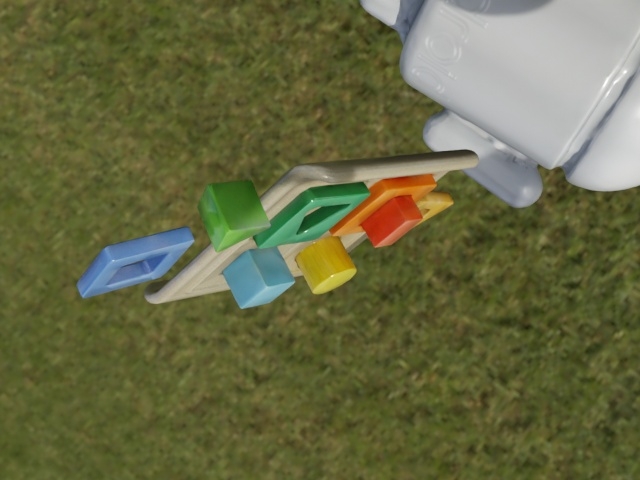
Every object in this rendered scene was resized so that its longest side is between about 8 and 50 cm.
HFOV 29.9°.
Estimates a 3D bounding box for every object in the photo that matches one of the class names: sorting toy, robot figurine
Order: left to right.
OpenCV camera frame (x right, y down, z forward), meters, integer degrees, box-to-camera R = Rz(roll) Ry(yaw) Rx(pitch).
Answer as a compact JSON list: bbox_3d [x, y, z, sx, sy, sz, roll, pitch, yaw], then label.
[{"bbox_3d":[0.000,0.000,0.839,0.196,0.348,0.047,-35,74,39],"label":"sorting toy"},{"bbox_3d":[0.213,-0.177,1.088,0.353,0.200,0.300,31,116,6],"label":"robot figurine"}]
